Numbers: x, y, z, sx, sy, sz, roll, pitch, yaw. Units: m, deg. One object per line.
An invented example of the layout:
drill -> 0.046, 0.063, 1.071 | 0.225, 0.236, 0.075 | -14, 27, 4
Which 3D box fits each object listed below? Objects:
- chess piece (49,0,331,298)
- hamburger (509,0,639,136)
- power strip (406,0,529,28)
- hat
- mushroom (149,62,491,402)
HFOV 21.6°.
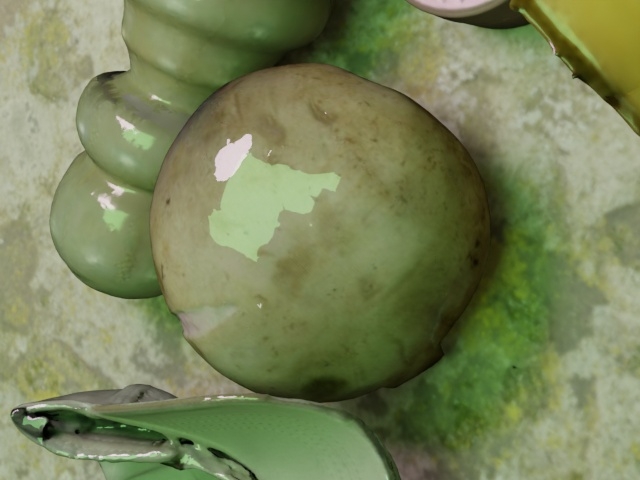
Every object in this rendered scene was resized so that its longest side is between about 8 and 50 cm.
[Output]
chess piece -> -0.108, -0.109, 1.291 | 0.182, 0.182, 0.330 | 33, 112, 30
hamburger -> 0.269, -0.199, 0.906 | 0.277, 0.395, 0.396 | -47, 65, 23
power strip -> 0.117, -0.228, 1.185 | 0.154, 0.078, 0.154 | -2, 87, 34
hat -> -0.065, 0.192, 1.237 | 0.301, 0.168, 0.258 | -19, 97, 31
mushroom -> 0.000, 0.000, 1.193 | 0.184, 0.254, 0.255 | -127, 54, -72
